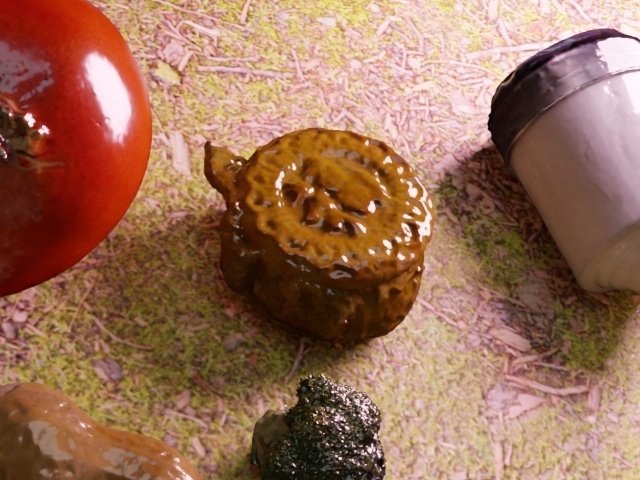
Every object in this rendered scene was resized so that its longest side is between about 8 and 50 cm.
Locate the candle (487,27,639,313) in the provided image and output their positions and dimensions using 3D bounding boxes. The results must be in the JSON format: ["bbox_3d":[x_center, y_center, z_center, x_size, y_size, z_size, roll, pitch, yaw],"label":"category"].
[{"bbox_3d":[0.352,-0.069,1.429,0.221,0.221,0.343,-13,63,-27],"label":"candle"}]

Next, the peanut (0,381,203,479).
[{"bbox_3d":[-0.196,0.215,1.095,0.263,0.101,0.117,24,75,-5],"label":"peanut"}]

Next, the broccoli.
[{"bbox_3d":[0.003,0.201,1.162,0.138,0.146,0.162,19,60,36],"label":"broccoli"}]

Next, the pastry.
[{"bbox_3d":[0.000,0.000,1.317,0.235,0.132,0.240,-8,51,-14],"label":"pastry"}]

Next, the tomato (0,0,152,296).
[{"bbox_3d":[-0.320,-0.113,1.179,0.321,0.321,0.322,10,52,-13],"label":"tomato"}]
